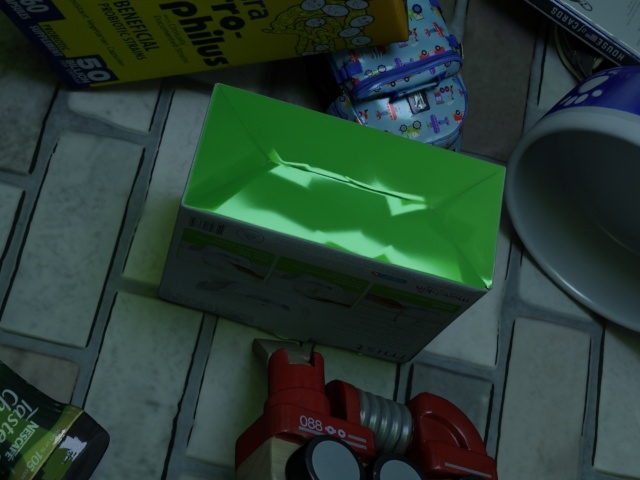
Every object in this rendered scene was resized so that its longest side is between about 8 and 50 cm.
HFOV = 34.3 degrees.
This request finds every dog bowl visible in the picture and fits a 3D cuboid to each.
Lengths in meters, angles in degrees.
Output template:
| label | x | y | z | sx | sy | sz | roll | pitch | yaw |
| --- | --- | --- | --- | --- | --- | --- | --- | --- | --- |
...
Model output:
| label | x | y | z | sx | sy | sz | roll | pitch | yaw |
| --- | --- | --- | --- | --- | --- | --- | --- | --- | --- |
| dog bowl | 0.315 | -0.034 | 1.007 | 0.265 | 0.265 | 0.104 | 43 | 63 | 5 |

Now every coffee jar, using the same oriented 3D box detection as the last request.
| label | x | y | z | sx | sy | sz | roll | pitch | yaw |
| --- | --- | --- | --- | --- | --- | --- | --- | --- | --- |
| coffee jar | -0.279 | 0.158 | 0.899 | 0.184 | 0.079 | 0.096 | 33 | 66 | 0 |

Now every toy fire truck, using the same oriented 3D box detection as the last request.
| label | x | y | z | sx | sy | sz | roll | pitch | yaw |
| --- | --- | --- | --- | --- | --- | --- | --- | --- | --- |
| toy fire truck | 0.025 | 0.163 | 0.904 | 0.217 | 0.158 | 0.246 | 21 | 43 | -25 |

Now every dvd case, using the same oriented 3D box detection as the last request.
| label | x | y | z | sx | sy | sz | roll | pitch | yaw |
| --- | --- | --- | --- | --- | --- | --- | --- | --- | --- |
| dvd case | 0.331 | -0.284 | 1.206 | 0.239 | 0.029 | 0.179 | 36 | 47 | 2 |

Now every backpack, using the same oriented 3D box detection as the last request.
| label | x | y | z | sx | sy | sz | roll | pitch | yaw |
| --- | --- | --- | --- | --- | --- | --- | --- | --- | --- |
| backpack | 0.080 | -0.154 | 1.082 | 0.158 | 0.117 | 0.173 | -16 | 77 | -17 |

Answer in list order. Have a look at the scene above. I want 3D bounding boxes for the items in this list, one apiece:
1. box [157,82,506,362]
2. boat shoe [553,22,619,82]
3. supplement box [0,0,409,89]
| label | x | y | z | sx | sy | sz | roll | pitch | yaw |
| --- | --- | --- | --- | --- | --- | --- | --- | --- | --- |
| box | 0.000 | 0.000 | 0.940 | 0.262 | 0.231 | 0.126 | 15 | 66 | -7 |
| boat shoe | 0.320 | -0.201 | 1.189 | 0.056 | 0.049 | 0.152 | -21 | 75 | -19 |
| supplement box | -0.109 | -0.291 | 0.979 | 0.357 | 0.194 | 0.195 | -7 | 69 | 11 |
